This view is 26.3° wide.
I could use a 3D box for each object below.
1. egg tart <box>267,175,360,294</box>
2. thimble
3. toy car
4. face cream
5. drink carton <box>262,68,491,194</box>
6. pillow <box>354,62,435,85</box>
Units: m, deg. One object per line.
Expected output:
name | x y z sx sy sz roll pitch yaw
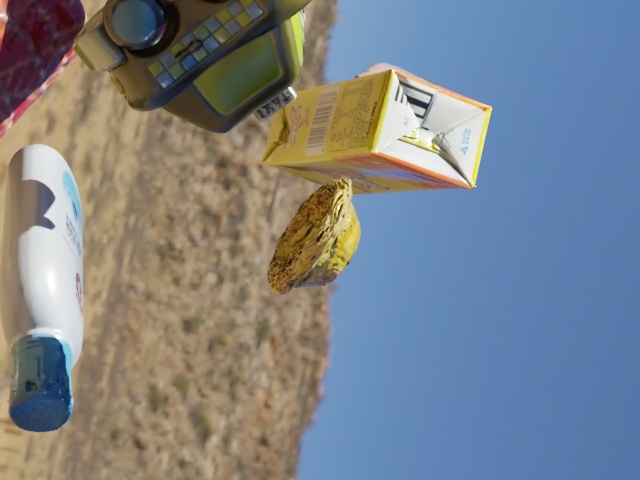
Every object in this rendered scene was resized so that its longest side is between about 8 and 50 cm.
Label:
egg tart | 0.000 0.000 1.276 0.129 0.049 0.129 -51 -162 24
thimble | -0.480 -0.284 1.675 0.230 0.350 0.350 -51 180 -21
toy car | -0.095 -0.210 1.351 0.248 0.198 0.204 -36 -163 13
face cream | -0.291 0.054 1.437 0.337 0.080 0.163 -102 -174 -48
drink carton | 0.064 -0.130 1.765 0.351 0.154 0.111 0 -107 67
pillow | 0.105 -0.214 2.123 0.049 0.135 0.248 -65 168 27
